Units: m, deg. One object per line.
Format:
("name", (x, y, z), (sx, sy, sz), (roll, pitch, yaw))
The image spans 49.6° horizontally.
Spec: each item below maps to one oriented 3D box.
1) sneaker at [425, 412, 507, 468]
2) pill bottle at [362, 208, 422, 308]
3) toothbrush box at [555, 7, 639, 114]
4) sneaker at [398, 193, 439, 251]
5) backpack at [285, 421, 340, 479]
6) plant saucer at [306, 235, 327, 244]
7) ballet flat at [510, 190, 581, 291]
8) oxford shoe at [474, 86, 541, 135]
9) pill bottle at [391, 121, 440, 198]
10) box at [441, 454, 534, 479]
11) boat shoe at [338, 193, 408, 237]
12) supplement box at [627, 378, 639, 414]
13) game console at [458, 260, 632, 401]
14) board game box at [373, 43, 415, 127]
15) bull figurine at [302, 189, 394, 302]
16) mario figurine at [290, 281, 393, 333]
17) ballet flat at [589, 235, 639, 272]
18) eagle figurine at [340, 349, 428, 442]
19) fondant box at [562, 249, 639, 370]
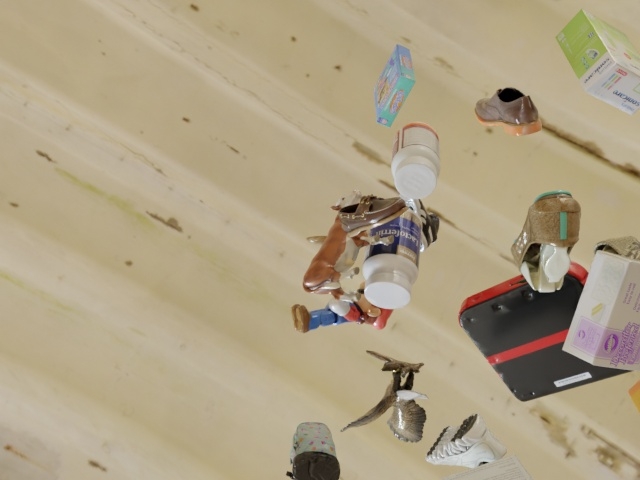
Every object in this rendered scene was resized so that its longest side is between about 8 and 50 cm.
("sneaker", (0.347, 0.511, 1.681), (0.110, 0.118, 0.292), (-49, -6, -26))
("pill bottle", (0.197, 0.046, 1.906), (0.153, 0.153, 0.264), (77, -161, -49))
("toothbrush box", (0.860, -0.538, 2.085), (0.206, 0.283, 0.122), (17, -45, -26))
("sneaker", (0.312, -0.084, 2.174), (0.121, 0.079, 0.216), (-38, -57, -40))
("backpack", (-0.018, 0.600, 1.963), (0.152, 0.182, 0.115), (12, -76, -11))
("plant saucer", (0.000, 0.000, 1.992), (0.083, 0.083, 0.015), (-13, -75, -48))
("ballet flat", (0.429, 0.026, 1.308), (0.342, 0.116, 0.124), (70, -163, -69))
("oxford shoe", (0.605, -0.442, 2.259), (0.130, 0.363, 0.132), (-18, -68, -9))
("pill bottle", (0.238, -0.200, 1.729), (0.221, 0.121, 0.121), (-78, -3, -55))
("box", (0.380, 0.595, 1.511), (0.181, 0.119, 0.181), (-16, -70, -4))
("boat shoe", (0.104, -0.061, 1.476), (0.073, 0.207, 0.073), (-29, -85, -35))
("supplement box", (0.982, 0.510, 1.994), (0.080, 0.233, 0.078), (15, -52, -18))
("game console", (0.583, 0.243, 1.807), (0.387, 0.342, 0.060), (-32, 11, 42))
("board game box", (0.210, -0.447, 1.994), (0.047, 0.210, 0.160), (19, -52, -13))
("bull figurine", (0.070, 0.016, 1.824), (0.101, 0.188, 0.310), (41, -108, -46))
("mario figurine", (0.074, 0.183, 2.087), (0.321, 0.198, 0.170), (-8, -55, -16))
("ballet flat", (0.852, 0.126, 1.935), (0.482, 0.182, 0.164), (-69, -24, -64))
("eagle figurine", (0.218, 0.503, 2.124), (0.225, 0.226, 0.298), (-2, -67, -59))
("fondant box", (0.725, 0.170, 1.562), (0.330, 0.096, 0.238), (12, -80, -28))
